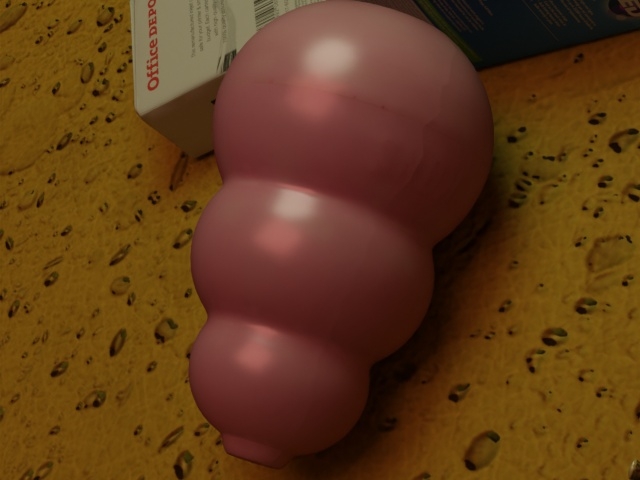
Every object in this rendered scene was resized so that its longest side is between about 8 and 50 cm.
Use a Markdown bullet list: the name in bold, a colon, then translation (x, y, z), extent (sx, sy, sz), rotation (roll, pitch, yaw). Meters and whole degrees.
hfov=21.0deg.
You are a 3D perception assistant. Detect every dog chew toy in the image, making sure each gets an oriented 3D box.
- **dog chew toy**: translation (0.000, 0.000, 1.242), extent (0.206, 0.206, 0.332), rotation (8, 77, 40)

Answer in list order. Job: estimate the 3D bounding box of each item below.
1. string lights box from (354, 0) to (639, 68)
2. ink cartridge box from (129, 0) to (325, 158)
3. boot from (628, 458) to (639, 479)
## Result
- **string lights box**: translation (0.149, -0.205, 1.291), extent (0.260, 0.133, 0.077), rotation (-11, 57, 31)
- **ink cartridge box**: translation (-0.055, -0.181, 1.462), extent (0.203, 0.086, 0.148), rotation (-24, 51, 25)
- **boot**: translation (0.159, 0.260, 0.988), extent (0.284, 0.138, 0.377), rotation (-56, 14, -29)
